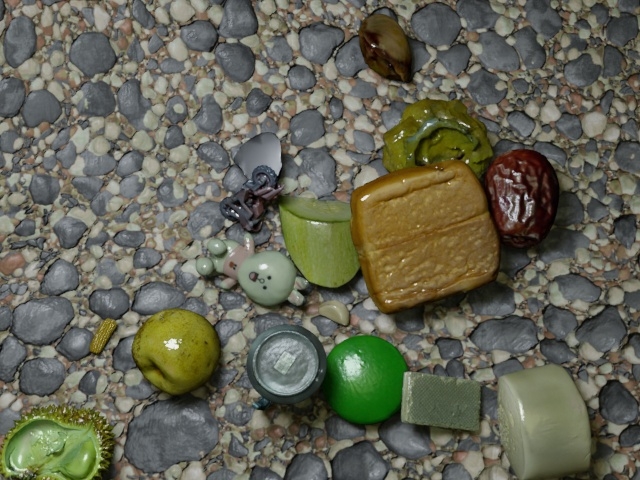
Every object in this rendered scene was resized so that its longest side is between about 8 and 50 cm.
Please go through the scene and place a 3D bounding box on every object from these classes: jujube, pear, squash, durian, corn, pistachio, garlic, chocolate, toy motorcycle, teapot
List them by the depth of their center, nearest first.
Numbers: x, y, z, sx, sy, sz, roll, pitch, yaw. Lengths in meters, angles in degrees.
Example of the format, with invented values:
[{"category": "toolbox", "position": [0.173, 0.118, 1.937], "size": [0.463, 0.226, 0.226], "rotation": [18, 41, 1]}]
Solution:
[{"category": "durian", "position": [-0.572, 0.465, 1.466], "size": [0.237, 0.176, 0.200], "rotation": [4, 66, -6]}, {"category": "teapot", "position": [-0.080, 0.296, 1.495], "size": [0.171, 0.225, 0.203], "rotation": [38, 79, 11]}, {"category": "pear", "position": [-0.322, 0.246, 1.524], "size": [0.198, 0.197, 0.197], "rotation": [0, 76, -1]}, {"category": "corn", "position": [-0.524, 0.230, 1.598], "size": [0.037, 0.037, 0.092], "rotation": [24, 77, 5]}, {"category": "garlic", "position": [0.036, 0.172, 1.622], "size": [0.083, 0.041, 0.053], "rotation": [20, 117, 9]}, {"category": "toy motorcycle", "position": [-0.159, -0.096, 1.629], "size": [0.118, 0.212, 0.084], "rotation": [48, 40, -6]}, {"category": "jujube", "position": [0.493, -0.110, 1.632], "size": [0.184, 0.183, 0.243], "rotation": [9, 64, 1]}, {"category": "squash", "position": [0.000, 0.000, 1.647], "size": [0.237, 0.204, 0.154], "rotation": [5, 115, 2]}, {"category": "chocolate", "position": [-0.153, -0.192, 1.694], "size": [0.125, 0.080, 0.148], "rotation": [-5, 84, 7]}, {"category": "pistachio", "position": [0.173, -0.503, 1.761], "size": [0.165, 0.130, 0.210], "rotation": [-17, 72, -47]}]

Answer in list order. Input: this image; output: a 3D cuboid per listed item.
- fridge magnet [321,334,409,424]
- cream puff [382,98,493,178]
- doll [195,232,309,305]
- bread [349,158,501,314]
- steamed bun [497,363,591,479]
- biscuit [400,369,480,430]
[{"category": "fridge magnet", "position": [0.105, 0.326, 1.559], "size": [0.208, 0.088, 0.207], "rotation": [0, 75, -2]}, {"category": "cream puff", "position": [0.295, -0.237, 1.660], "size": [0.282, 0.185, 0.281], "rotation": [1, 73, -2]}, {"category": "doll", "position": [-0.157, 0.071, 1.612], "size": [0.275, 0.113, 0.154], "rotation": [21, 98, 0]}, {"category": "bread", "position": [0.240, -0.017, 1.579], "size": [0.337, 0.148, 0.327], "rotation": [-20, 98, -3]}, {"category": "steamed bun", "position": [0.514, 0.412, 1.511], "size": [0.200, 0.155, 0.250], "rotation": [-7, 79, -3]}, {"category": "biscuit", "position": [0.281, 0.373, 1.542], "size": [0.200, 0.040, 0.121], "rotation": [12, 75, -21]}]
